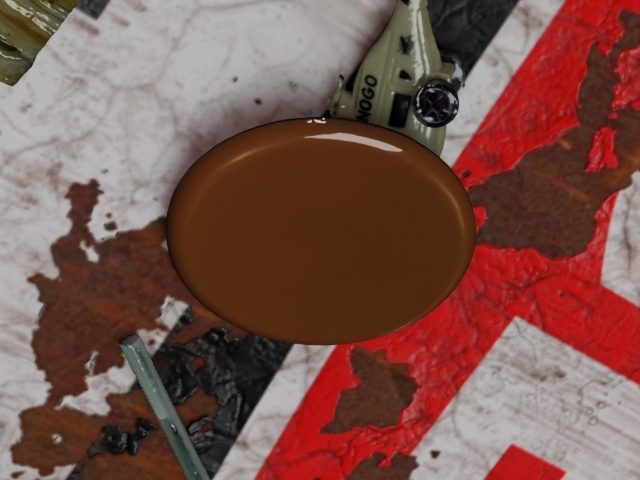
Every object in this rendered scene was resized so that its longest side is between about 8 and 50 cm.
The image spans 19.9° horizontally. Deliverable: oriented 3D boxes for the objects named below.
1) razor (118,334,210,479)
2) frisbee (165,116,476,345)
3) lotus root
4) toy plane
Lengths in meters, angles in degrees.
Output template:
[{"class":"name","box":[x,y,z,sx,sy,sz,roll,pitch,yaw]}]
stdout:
[{"class":"razor","box":[-0.122,0.168,1.553,0.084,0.036,0.211,-26,121,-6]},{"class":"frisbee","box":[0.000,0.000,1.461,0.251,0.021,0.250,0,133,0]},{"class":"lotus root","box":[-0.232,-0.206,1.307,0.143,0.070,0.144,-37,121,27]},{"class":"toy plane","box":[0.066,-0.156,1.427,0.108,0.092,0.286,12,116,4]}]
